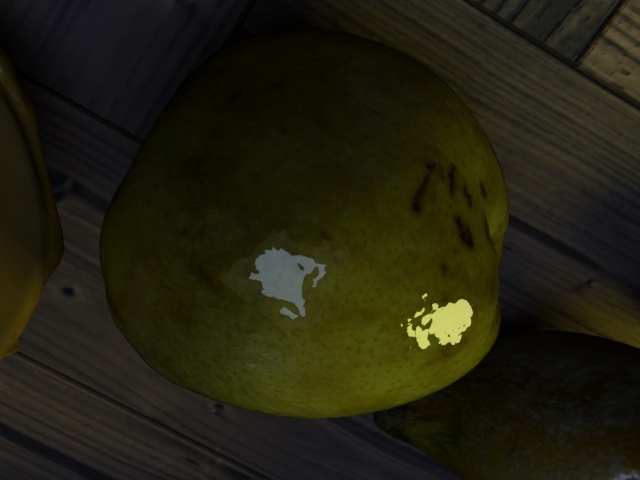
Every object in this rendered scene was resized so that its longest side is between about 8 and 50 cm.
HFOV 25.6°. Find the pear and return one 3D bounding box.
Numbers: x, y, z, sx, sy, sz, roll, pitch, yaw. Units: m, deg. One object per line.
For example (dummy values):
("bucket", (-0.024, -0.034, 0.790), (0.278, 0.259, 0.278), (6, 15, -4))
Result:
("pear", (0.000, 0.000, 1.063), (0.303, 0.304, 0.304), (1, 119, 1))

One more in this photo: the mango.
("mango", (0.198, 0.161, 1.190), (0.316, 0.193, 0.146), (9, 124, 28))

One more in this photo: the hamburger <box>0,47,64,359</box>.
("hamburger", (-0.411, 0.002, 1.008), (0.277, 0.396, 0.396), (-30, 115, 38))
